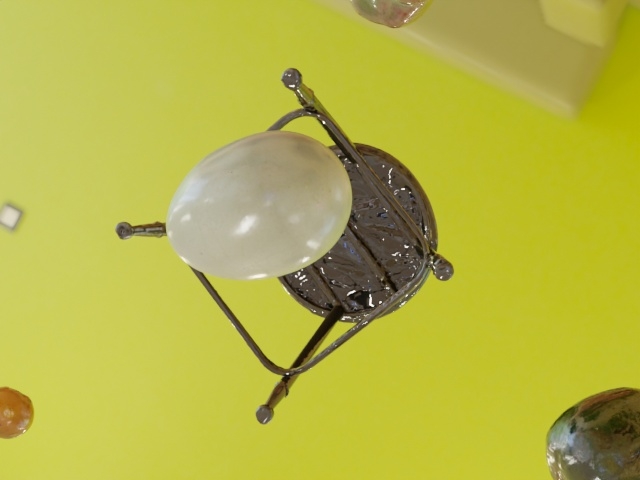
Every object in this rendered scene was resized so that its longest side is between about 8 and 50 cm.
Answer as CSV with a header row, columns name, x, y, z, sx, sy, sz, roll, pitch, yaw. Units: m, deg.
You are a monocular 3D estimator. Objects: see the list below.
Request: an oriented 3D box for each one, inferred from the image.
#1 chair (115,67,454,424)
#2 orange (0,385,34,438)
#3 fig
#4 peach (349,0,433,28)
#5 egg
name,x,y,z,sx,sy,sz,roll,pitch,yaw
chair,0.000,0.000,1.858,0.365,0.362,0.410,52,-164,8
orange,-0.459,0.251,1.755,0.083,0.070,0.083,37,-179,0
fig,0.299,0.183,1.147,0.117,0.177,0.117,53,174,8
peach,0.072,-0.304,1.231,0.152,0.152,0.152,28,-179,0
egg,-0.067,-0.033,1.256,0.209,0.151,0.151,-18,158,24
